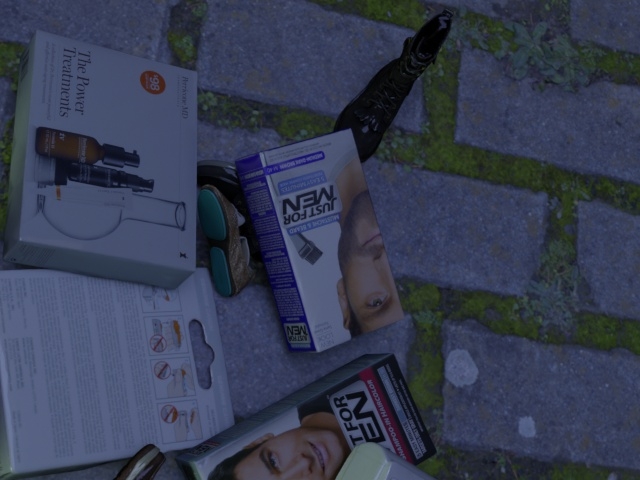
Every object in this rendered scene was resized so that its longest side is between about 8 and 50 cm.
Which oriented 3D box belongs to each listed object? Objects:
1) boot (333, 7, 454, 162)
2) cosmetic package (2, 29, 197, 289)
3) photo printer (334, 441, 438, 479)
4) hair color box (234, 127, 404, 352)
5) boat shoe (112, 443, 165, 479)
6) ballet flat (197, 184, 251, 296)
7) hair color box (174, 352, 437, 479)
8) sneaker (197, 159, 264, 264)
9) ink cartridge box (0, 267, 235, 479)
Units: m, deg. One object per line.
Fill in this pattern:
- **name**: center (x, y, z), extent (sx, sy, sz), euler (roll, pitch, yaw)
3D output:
- **boot**: center (0.129, -0.277, 1.962), extent (0.091, 0.229, 0.263), euler (33, 66, -6)
- **cosmetic package**: center (-0.344, -0.128, 1.782), extent (0.285, 0.097, 0.377), euler (12, 62, -29)
- **photo printer**: center (0.122, 0.484, 1.722), extent (0.307, 0.107, 0.256), euler (36, 78, -36)
- **hair color box**: center (0.000, 0.000, 1.848), extent (0.185, 0.110, 0.338), euler (-19, 96, -30)
- **boat shoe**: center (-0.302, 0.426, 1.655), extent (0.095, 0.095, 0.257), euler (38, 90, -3)
- **ballet flat**: center (-0.155, -0.007, 1.836), extent (0.067, 0.073, 0.206), euler (-31, 127, -39)
- **hair color box**: center (-0.019, 0.342, 1.764), extent (0.375, 0.114, 0.185), euler (-26, 94, -23)
- **sneaker**: center (-0.129, -0.047, 1.884), extent (0.222, 0.083, 0.118), euler (26, 67, -10)
- **ink cartridge box**: center (-0.338, 0.199, 1.758), extent (0.385, 0.091, 0.308), euler (0, 72, -36)
